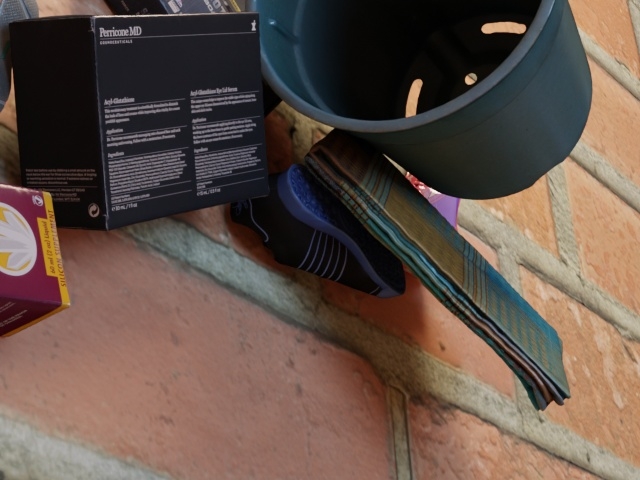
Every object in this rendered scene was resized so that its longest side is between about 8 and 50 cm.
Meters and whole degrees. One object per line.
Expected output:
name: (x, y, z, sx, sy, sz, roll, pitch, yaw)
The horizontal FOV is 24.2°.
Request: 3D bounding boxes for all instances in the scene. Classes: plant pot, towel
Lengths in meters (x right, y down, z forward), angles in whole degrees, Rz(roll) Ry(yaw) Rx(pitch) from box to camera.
plant pot: (0.139, -0.216, 1.646, 0.334, 0.341, 0.341, 39, 37, -61)
towel: (0.132, 0.019, 1.647, 0.370, 0.040, 0.271, 45, 12, -2)

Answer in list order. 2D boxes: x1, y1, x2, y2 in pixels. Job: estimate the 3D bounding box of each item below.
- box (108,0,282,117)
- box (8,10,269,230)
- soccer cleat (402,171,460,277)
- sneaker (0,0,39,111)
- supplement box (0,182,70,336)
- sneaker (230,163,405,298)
box: (-0.125, -0.233, 1.609, 0.232, 0.059, 0.183, 57, 31, -13)
box: (-0.159, -0.118, 1.384, 0.261, 0.103, 0.184, -15, 107, -59)
soccer cleat: (0.129, -0.060, 1.850, 0.095, 0.083, 0.248, 35, 44, -32)
sneaker: (-0.299, -0.153, 1.307, 0.054, 0.061, 0.152, 46, 54, -41)
supplement box: (-0.296, 0.009, 1.164, 0.188, 0.081, 0.104, 12, 59, -52)
sneaker: (0.000, 0.000, 1.604, 0.232, 0.090, 0.081, 41, 38, -40)
